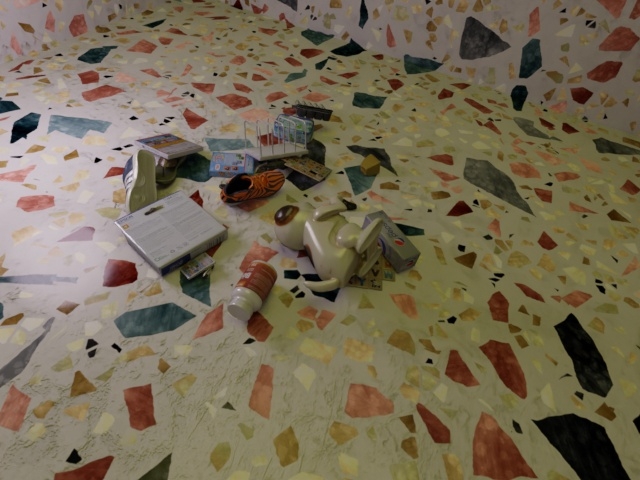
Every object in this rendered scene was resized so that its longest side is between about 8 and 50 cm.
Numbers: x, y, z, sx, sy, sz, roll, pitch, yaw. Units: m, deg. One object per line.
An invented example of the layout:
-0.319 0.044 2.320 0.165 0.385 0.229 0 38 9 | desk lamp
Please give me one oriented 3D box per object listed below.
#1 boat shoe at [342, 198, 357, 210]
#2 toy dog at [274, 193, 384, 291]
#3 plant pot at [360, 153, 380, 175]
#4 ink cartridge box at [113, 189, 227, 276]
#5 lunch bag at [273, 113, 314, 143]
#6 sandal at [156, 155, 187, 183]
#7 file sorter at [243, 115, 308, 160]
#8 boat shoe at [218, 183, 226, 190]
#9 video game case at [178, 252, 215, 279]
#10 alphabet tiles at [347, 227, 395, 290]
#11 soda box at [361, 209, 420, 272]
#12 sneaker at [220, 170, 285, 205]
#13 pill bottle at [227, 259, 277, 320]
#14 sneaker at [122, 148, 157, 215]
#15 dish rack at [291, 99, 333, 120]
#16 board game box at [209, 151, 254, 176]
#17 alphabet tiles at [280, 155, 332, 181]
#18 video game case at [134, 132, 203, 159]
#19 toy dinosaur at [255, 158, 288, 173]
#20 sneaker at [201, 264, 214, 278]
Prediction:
0.111 -0.174 2.003 0.133 0.042 0.048 10 45 -1 | boat shoe
0.000 0.000 1.693 0.408 0.284 0.395 32 74 25 | toy dog
0.255 -0.387 2.201 0.083 0.081 0.081 -31 58 -18 | plant pot
-0.617 -0.041 1.744 0.330 0.071 0.324 37 52 25 | ink cartridge box
-0.149 -0.633 2.356 0.219 0.090 0.176 13 42 2 | lunch bag
-0.738 -0.376 2.021 0.120 0.086 0.302 10 47 0 | sandal
-0.227 -0.527 2.131 0.278 0.173 0.193 -15 31 -30 | file sorter
-0.423 -0.251 1.990 0.125 0.038 0.046 18 47 7 | boat shoe
-0.484 0.099 1.650 0.122 0.011 0.087 -34 45 -25 | video game case
0.181 0.066 1.812 0.285 0.011 0.342 8 47 -1 | alphabet tiles
0.301 -0.001 1.824 0.098 0.091 0.286 -18 54 -26 | soda box
-0.291 -0.250 1.898 0.321 0.180 0.124 -26 89 -21 | sneaker
-0.254 0.185 1.556 0.121 0.121 0.216 19 47 9 | pill bottle
-0.817 -0.228 1.865 0.131 0.148 0.349 25 53 -45 | sneaker
-0.059 -0.769 2.453 0.209 0.074 0.271 6 29 -18 | dish rack
-0.441 -0.380 2.106 0.212 0.039 0.160 3 47 -8 | board game box
-0.075 -0.380 2.130 0.237 0.009 0.198 27 32 7 | alphabet tiles
-0.755 -0.472 2.086 0.285 0.025 0.204 26 36 30 | video game case
-0.251 -0.373 2.094 0.118 0.063 0.268 14 25 42 | toy dinosaur
-0.450 0.120 1.652 0.035 0.031 0.083 6 41 15 | sneaker
